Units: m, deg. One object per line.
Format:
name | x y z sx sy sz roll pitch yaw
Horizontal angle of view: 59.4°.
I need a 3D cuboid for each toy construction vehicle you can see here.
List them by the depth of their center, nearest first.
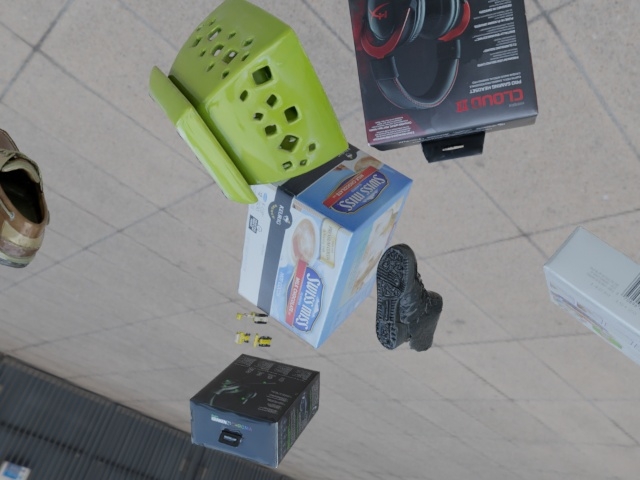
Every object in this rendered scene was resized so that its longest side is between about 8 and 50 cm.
toy construction vehicle | -0.165 0.217 1.376 0.098 0.086 0.035 5 -170 -30

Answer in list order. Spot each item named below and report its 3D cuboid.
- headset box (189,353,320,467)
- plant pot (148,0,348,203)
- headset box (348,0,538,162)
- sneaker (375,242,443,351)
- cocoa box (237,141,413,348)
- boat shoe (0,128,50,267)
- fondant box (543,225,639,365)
headset box | -0.166 0.431 1.448 0.246 0.283 0.131 8 107 20
plant pot | -0.125 -0.208 0.875 0.228 0.207 0.227 48 174 46
headset box | 0.161 -0.254 0.746 0.217 0.294 0.110 -7 -177 19
sneaker | 0.114 0.072 0.690 0.051 0.089 0.170 33 129 44
cocoa box | 0.000 0.000 1.149 0.227 0.231 0.347 33 135 19
boat shoe | -0.557 -0.101 1.019 0.120 0.324 0.122 -42 150 19
fondant box | 0.536 0.119 1.006 0.238 0.096 0.330 41 -178 29
